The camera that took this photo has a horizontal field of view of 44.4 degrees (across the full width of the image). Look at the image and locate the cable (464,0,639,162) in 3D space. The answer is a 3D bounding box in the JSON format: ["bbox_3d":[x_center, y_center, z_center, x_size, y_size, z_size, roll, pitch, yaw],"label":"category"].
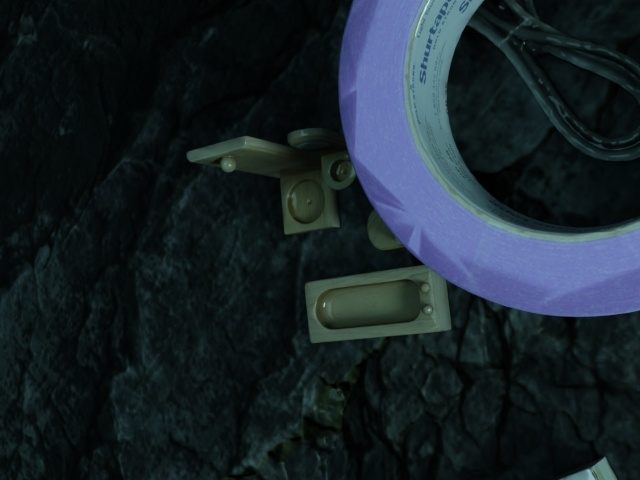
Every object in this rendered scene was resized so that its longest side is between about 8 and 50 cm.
[{"bbox_3d":[0.120,-0.166,0.547,0.139,0.072,0.287,-32,70,24],"label":"cable"}]

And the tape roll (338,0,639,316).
[{"bbox_3d":[0.153,-0.096,0.469,0.275,0.090,0.274,2,94,25],"label":"tape roll"}]

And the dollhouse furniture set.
[{"bbox_3d":[0.000,0.000,0.586,0.144,0.123,0.151,-10,81,33],"label":"dollhouse furniture set"}]

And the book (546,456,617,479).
[{"bbox_3d":[0.176,0.230,0.513,0.096,0.035,0.144,-35,70,31],"label":"book"}]
